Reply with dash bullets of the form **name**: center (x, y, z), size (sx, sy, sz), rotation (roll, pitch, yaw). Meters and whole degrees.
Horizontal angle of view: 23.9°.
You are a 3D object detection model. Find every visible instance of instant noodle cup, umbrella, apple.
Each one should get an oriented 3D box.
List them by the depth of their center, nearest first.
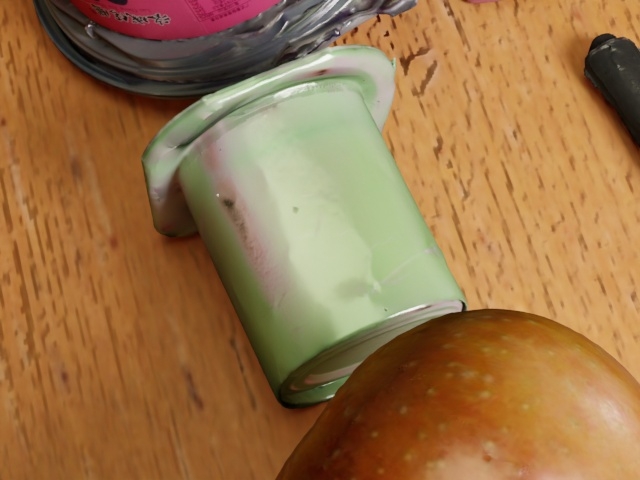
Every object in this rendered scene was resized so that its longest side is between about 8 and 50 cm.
- **apple**: center (0.070, 0.140, 0.654), size (0.173, 0.235, 0.210), rotation (37, 91, 15)
- **instant noodle cup**: center (-0.089, -0.233, 0.854), size (0.302, 0.181, 0.258), rotation (6, 69, 22)
- **umbrella**: center (0.197, -0.069, 0.886), size (0.036, 0.031, 0.133), rotation (-8, 58, -34)

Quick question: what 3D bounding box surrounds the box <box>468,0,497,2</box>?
- **box**: center (0.109, -0.240, 0.933), size (0.060, 0.111, 0.156), rotation (0, 60, 9)

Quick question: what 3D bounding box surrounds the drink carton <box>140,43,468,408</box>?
- **drink carton**: center (0.000, 0.000, 0.793), size (0.146, 0.144, 0.142), rotation (-21, 69, -10)
